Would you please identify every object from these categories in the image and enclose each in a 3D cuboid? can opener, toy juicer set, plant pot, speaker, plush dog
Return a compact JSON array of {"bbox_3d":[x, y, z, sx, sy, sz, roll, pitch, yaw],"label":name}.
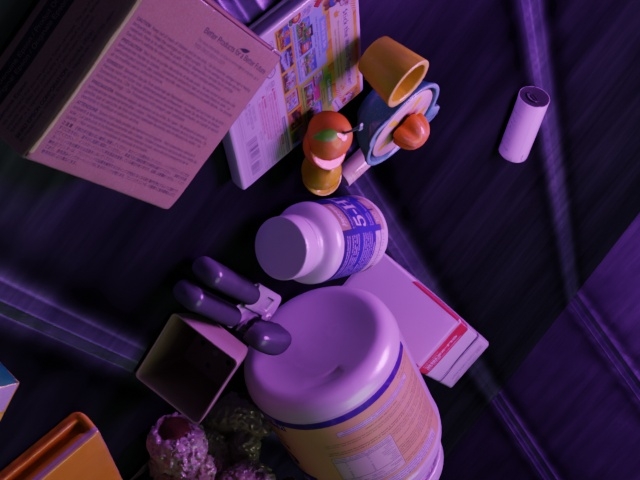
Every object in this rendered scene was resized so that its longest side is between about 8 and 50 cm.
[{"bbox_3d":[-0.100,0.094,1.424,0.076,0.095,0.283,-50,161,0],"label":"can opener"},{"bbox_3d":[0.075,-0.126,1.370,0.209,0.089,0.329,-48,166,5],"label":"toy juicer set"},{"bbox_3d":[-0.159,0.161,1.421,0.109,0.109,0.096,-57,168,17],"label":"plant pot"},{"bbox_3d":[0.352,-0.200,1.844,0.055,0.055,0.136,-34,152,-33],"label":"speaker"},{"bbox_3d":[-0.145,0.381,1.620,0.262,0.225,0.210,-8,133,-58],"label":"plush dog"}]

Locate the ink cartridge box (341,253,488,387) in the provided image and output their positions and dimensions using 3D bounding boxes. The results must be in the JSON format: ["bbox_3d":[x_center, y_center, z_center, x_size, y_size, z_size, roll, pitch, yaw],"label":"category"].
[{"bbox_3d":[0.165,0.139,1.848,0.114,0.197,0.273,-49,157,3],"label":"ink cartridge box"}]

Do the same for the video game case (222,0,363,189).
[{"bbox_3d":[-0.034,-0.185,1.205,0.206,0.026,0.227,-42,155,-18],"label":"video game case"}]

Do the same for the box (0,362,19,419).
[{"bbox_3d":[-0.402,0.215,1.134,0.105,0.043,0.179,-8,132,-59],"label":"box"}]

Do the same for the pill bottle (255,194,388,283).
[{"bbox_3d":[0.000,0.000,1.440,0.187,0.112,0.112,-12,137,-56],"label":"pill bottle"}]

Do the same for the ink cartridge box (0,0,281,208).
[{"bbox_3d":[-0.164,-0.144,0.948,0.193,0.088,0.235,-53,156,6],"label":"ink cartridge box"}]

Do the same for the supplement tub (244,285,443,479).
[{"bbox_3d":[0.048,0.257,1.640,0.241,0.241,0.331,-42,132,-18],"label":"supplement tub"}]

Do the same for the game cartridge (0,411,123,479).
[{"bbox_3d":[-0.392,0.391,1.426,0.285,0.053,0.323,-40,158,-22],"label":"game cartridge"}]
